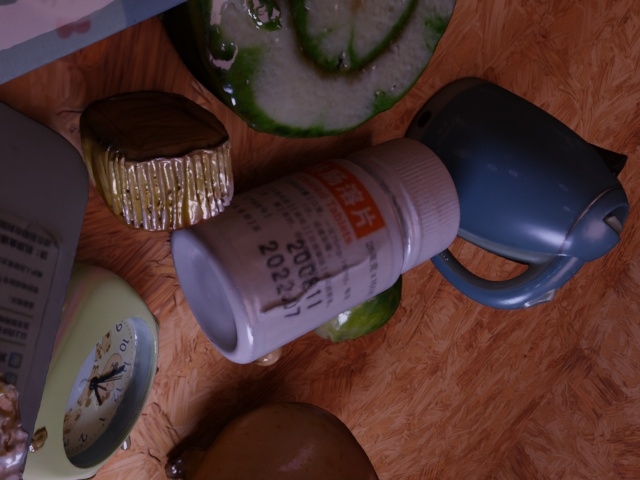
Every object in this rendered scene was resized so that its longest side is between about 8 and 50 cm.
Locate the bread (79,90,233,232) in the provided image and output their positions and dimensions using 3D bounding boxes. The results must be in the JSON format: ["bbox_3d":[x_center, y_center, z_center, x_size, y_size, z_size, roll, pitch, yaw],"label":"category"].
[{"bbox_3d":[-0.170,-0.083,0.646,0.132,0.190,0.114,-19,131,-25],"label":"bread"}]

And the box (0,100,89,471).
[{"bbox_3d":[-0.379,0.034,0.444,0.396,0.111,0.396,34,55,-51],"label":"box"}]

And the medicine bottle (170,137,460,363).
[{"bbox_3d":[0.000,0.000,0.869,0.372,0.211,0.211,-26,137,-28],"label":"medicine bottle"}]

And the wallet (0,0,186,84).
[{"bbox_3d":[-0.226,-0.253,0.425,0.360,0.083,0.252,-32,116,-19],"label":"wallet"}]

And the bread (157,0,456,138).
[{"bbox_3d":[0.010,-0.297,0.687,0.382,0.129,0.366,-33,140,-20],"label":"bread"}]

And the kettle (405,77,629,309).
[{"bbox_3d":[0.309,-0.058,1.014,0.247,0.342,0.319,22,106,-52],"label":"kettle"}]

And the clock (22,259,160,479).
[{"bbox_3d":[-0.290,0.175,0.762,0.308,0.096,0.234,74,32,-63],"label":"clock"}]

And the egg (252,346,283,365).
[{"bbox_3d":[-0.096,0.172,1.028,0.071,0.083,0.071,-22,133,-26],"label":"egg"}]

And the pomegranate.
[{"bbox_3d":[-0.089,0.475,1.082,0.412,0.411,0.411,-26,137,-27],"label":"pomegranate"}]

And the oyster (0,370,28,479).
[{"bbox_3d":[-0.261,0.162,0.456,0.045,0.121,0.146,1,125,4],"label":"oyster"}]

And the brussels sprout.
[{"bbox_3d":[0.061,0.093,1.068,0.161,0.144,0.180,-39,170,-44],"label":"brussels sprout"}]
